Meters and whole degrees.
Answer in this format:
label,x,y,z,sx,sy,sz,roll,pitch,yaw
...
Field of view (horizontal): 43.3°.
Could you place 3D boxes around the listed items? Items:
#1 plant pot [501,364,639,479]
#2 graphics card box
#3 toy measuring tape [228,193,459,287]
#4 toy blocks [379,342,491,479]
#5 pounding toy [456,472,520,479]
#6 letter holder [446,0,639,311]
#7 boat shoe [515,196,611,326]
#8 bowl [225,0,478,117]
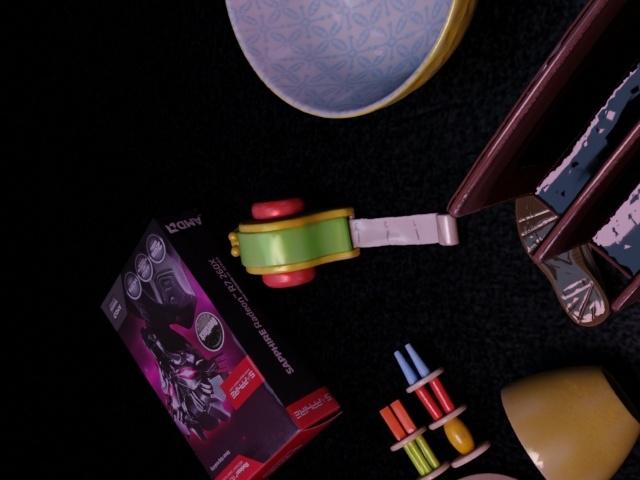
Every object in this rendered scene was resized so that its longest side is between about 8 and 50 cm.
label,x,y,z,sx,sy,sz,roll,pitch,yaw
plant pot,0.258,0.178,0.797,0.095,0.134,0.134,-37,77,18
graphics card box,-0.157,0.164,1.171,0.371,0.094,0.233,54,131,16
toy measuring tape,0.000,0.000,0.966,0.330,0.121,0.121,-1,102,42
toy blocks,0.118,0.205,0.966,0.123,0.054,0.148,-42,75,41
pounding toy,0.182,0.387,0.919,0.237,0.110,0.183,-36,41,7
letter holder,0.264,-0.098,0.610,0.152,0.214,0.302,45,121,22
boat shoe,0.244,0.012,0.804,0.056,0.048,0.153,-33,77,26
bowl,0.055,-0.273,0.802,0.289,0.156,0.289,14,112,39
